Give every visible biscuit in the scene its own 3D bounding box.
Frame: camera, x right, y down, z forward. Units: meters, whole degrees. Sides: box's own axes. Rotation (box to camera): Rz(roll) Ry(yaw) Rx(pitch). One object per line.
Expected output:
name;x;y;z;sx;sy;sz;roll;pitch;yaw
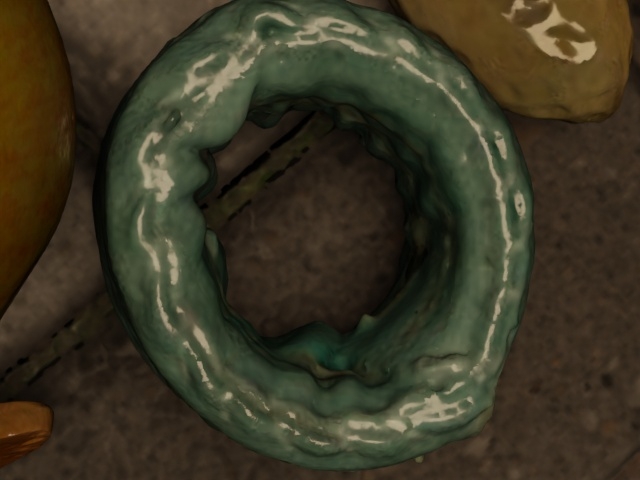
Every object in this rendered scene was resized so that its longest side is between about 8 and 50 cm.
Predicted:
biscuit;-0.199;0.101;0.754;0.140;0.118;0.023;-4;70;-45

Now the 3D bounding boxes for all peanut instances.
peanut;0.059;-0.162;0.792;0.101;0.117;0.263;-34;99;1

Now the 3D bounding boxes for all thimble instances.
thimble;0.000;0.000;0.767;0.198;0.143;0.235;-29;97;-8

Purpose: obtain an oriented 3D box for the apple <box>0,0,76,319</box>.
apple;-0.228;-0.047;0.676;0.264;0.264;0.264;0;90;-10
